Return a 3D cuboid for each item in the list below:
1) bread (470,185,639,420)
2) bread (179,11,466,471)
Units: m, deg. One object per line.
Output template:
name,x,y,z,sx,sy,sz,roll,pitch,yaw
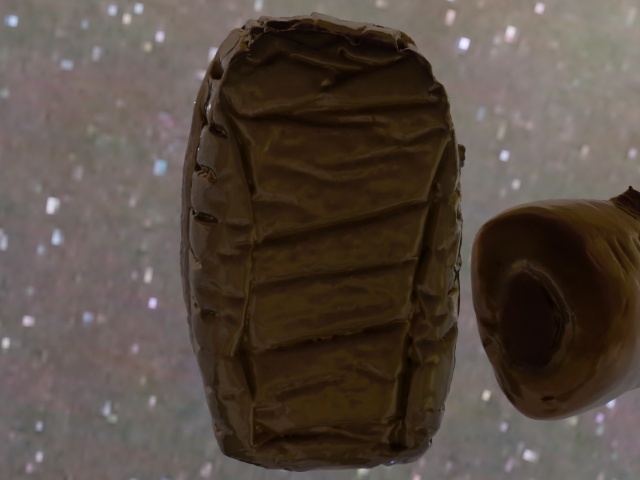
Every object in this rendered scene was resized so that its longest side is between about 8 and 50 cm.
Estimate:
bread,0.163,0.037,1.196,0.085,0.134,0.173,-12,-179,28
bread,0.000,0.000,0.980,0.140,0.236,0.106,-1,-162,-8
